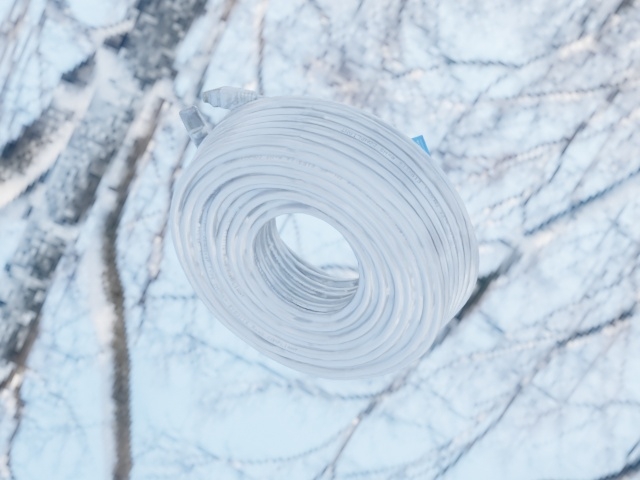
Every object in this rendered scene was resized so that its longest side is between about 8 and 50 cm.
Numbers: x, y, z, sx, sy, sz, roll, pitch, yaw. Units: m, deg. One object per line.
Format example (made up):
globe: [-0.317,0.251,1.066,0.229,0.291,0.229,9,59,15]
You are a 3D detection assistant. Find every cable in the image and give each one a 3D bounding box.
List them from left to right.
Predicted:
cable: [0.000,0.000,1.193,0.257,0.257,0.089,3,-146,28]

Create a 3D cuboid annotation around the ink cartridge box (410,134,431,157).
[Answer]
ink cartridge box: [0.060,-0.076,1.685,0.122,0.088,0.052,-21,-91,-21]
